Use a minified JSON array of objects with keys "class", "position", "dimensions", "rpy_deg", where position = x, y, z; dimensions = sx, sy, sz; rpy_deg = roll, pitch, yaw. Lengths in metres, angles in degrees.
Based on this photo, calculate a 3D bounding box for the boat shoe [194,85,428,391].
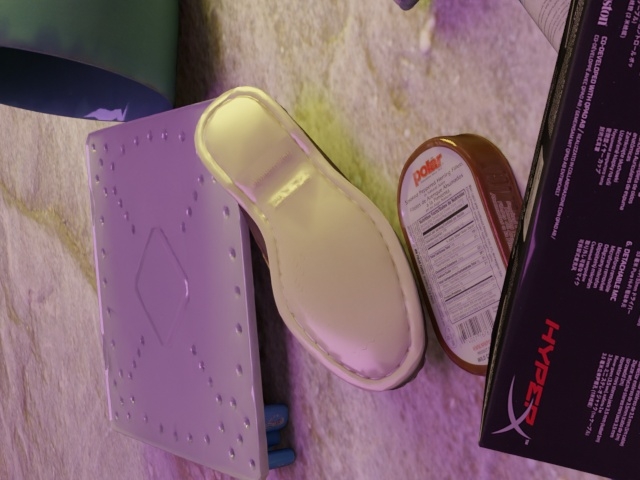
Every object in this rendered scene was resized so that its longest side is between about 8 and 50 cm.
[{"class":"boat shoe","position":[0.000,0.000,0.851],"dimensions":[0.116,0.097,0.324],"rpy_deg":[-39,59,5]}]

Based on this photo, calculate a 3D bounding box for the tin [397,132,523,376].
[{"class":"tin","position":[0.114,0.010,0.742],"dimensions":[0.106,0.040,0.189],"rpy_deg":[-34,67,47]}]

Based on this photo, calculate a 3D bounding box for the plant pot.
[{"class":"plant pot","position":[-0.289,-0.281,1.074],"dimensions":[0.293,0.293,0.235],"rpy_deg":[-1,80,55]}]

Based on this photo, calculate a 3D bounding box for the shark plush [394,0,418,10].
[{"class":"shark plush","position":[0.101,-0.245,0.732],"dimensions":[0.161,0.073,0.067],"rpy_deg":[-35,85,30]}]

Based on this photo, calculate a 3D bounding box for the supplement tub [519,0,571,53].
[{"class":"supplement tub","position":[0.171,-0.141,0.603],"dimensions":[0.071,0.071,0.107],"rpy_deg":[-55,51,44]}]

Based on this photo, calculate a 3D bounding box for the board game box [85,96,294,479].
[{"class":"board game box","position":[-0.164,0.051,1.136],"dimensions":[0.390,0.050,0.390],"rpy_deg":[-1,95,56]}]

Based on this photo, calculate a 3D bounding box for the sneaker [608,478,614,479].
[{"class":"sneaker","position":[0.209,0.140,0.540],"dimensions":[0.112,0.131,0.296],"rpy_deg":[-31,71,51]}]

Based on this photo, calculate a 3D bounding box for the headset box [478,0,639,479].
[{"class":"headset box","position":[0.231,0.003,0.396],"dimensions":[0.293,0.110,0.218],"rpy_deg":[12,111,9]}]
